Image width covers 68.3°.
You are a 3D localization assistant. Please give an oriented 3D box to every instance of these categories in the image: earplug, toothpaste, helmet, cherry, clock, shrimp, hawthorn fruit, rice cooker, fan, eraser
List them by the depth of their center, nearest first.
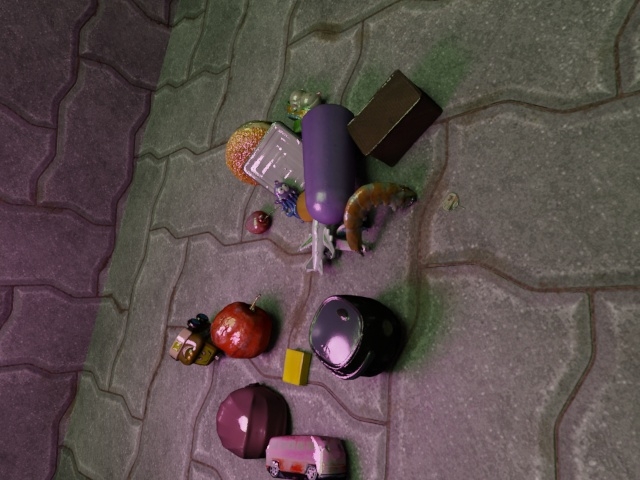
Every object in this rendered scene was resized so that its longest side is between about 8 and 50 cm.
[{"bbox_3d":[0.417,-0.122,1.478,0.080,0.003,0.060,-4,75,45],"label":"fan"},{"bbox_3d":[0.111,0.301,1.489,0.267,0.224,0.267,-15,67,39],"label":"rice cooker"},{"bbox_3d":[0.169,-0.091,1.576,0.287,0.185,0.068,-53,22,8],"label":"shrimp"},{"bbox_3d":[0.032,-0.261,1.710,0.215,0.215,0.455,-26,51,37],"label":"earplug"},{"bbox_3d":[0.103,0.020,1.729,0.190,0.031,0.048,10,93,50],"label":"toothpaste"},{"bbox_3d":[-0.090,0.473,1.764,0.097,0.045,0.122,2,79,45],"label":"eraser"},{"bbox_3d":[-0.290,0.687,1.790,0.338,0.197,0.271,6,84,45],"label":"helmet"},{"bbox_3d":[-0.299,0.331,1.885,0.271,0.242,0.242,-57,45,15],"label":"hawthorn fruit"},{"bbox_3d":[-0.071,-0.584,2.047,0.231,0.103,0.144,27,95,44],"label":"clock"},{"bbox_3d":[-0.241,-0.087,2.072,0.225,0.090,0.107,-14,55,32],"label":"cherry"}]

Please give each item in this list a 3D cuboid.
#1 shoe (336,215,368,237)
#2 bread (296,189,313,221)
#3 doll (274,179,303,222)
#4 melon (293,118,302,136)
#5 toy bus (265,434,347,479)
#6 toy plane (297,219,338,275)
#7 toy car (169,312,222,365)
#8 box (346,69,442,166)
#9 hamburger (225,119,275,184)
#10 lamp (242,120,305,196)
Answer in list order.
[{"bbox_3d":[0.118,-0.040,1.716,0.143,0.064,0.071,-28,77,42],"label":"shoe"},{"bbox_3d":[-0.008,-0.152,1.849,0.217,0.098,0.147,-15,70,43],"label":"bread"},{"bbox_3d":[-0.125,-0.161,1.934,0.110,0.206,0.067,-42,13,-24],"label":"doll"},{"bbox_3d":[-0.038,-0.460,1.970,0.209,0.118,0.064,12,91,51],"label":"melon"},{"bbox_3d":[-0.049,0.729,1.580,0.303,0.127,0.147,-20,60,40],"label":"toy bus"},{"bbox_3d":[0.004,0.001,1.766,0.251,0.101,0.255,7,86,58],"label":"toy plane"},{"bbox_3d":[-0.527,0.464,2.096,0.198,0.248,0.204,33,101,6],"label":"toy car"},{"bbox_3d":[0.252,-0.417,1.639,0.273,0.143,0.184,-47,48,23],"label":"box"},{"bbox_3d":[-0.266,-0.379,2.039,0.302,0.302,0.170,-52,26,20],"label":"hamburger"},{"bbox_3d":[-0.148,-0.312,1.940,0.266,0.269,0.047,-49,11,24],"label":"lamp"}]
